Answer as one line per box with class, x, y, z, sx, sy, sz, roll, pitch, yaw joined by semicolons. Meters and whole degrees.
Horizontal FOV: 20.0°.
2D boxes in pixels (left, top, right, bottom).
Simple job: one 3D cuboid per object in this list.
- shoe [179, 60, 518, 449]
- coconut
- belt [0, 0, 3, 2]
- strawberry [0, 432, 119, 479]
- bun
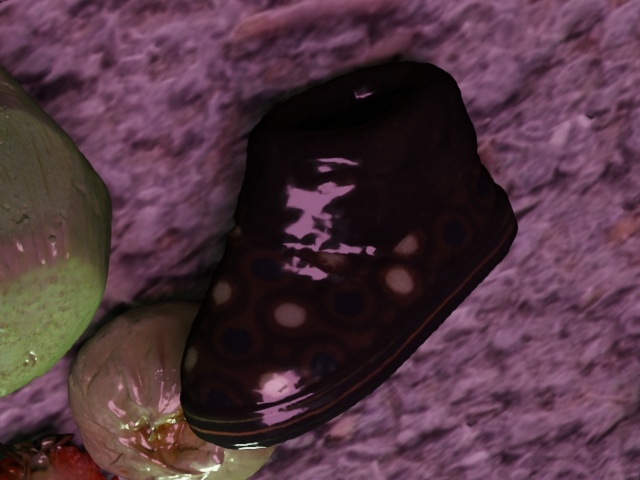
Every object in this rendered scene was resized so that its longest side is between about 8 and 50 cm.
shoe;0.000;0.000;1.644;0.384;0.171;0.237;-39;118;-22
coconut;-0.343;-0.011;1.538;0.328;0.328;0.281;-25;144;-2
belt;-0.373;-0.213;1.541;0.359;0.094;0.126;-23;121;-2
strawberry;-0.273;0.311;1.785;0.175;0.107;0.236;-2;81;-45
bun;-0.134;0.165;1.751;0.222;0.127;0.222;-7;117;-13
